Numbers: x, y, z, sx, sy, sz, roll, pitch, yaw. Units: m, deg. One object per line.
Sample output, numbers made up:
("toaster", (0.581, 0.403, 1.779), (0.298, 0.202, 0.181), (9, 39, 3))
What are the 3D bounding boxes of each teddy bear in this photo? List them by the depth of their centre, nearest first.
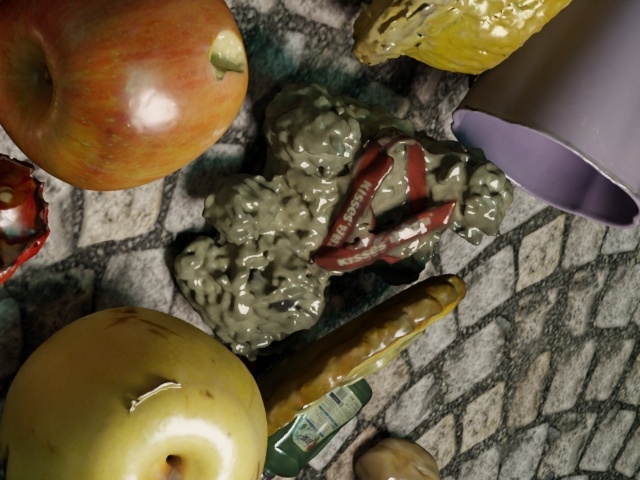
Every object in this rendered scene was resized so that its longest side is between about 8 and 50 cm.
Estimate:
("teddy bear", (0.000, 0.000, 2.031), (0.357, 0.224, 0.367), (20, 104, -38))

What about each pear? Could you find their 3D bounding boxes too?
("pear", (-0.203, 0.223, 1.881), (0.309, 0.309, 0.309), (-27, 134, -32))

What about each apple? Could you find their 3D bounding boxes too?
("apple", (-0.191, -0.173, 1.658), (0.241, 0.242, 0.242), (-22, 131, -44))

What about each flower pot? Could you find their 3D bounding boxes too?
("flower pot", (0.318, -0.182, 2.013), (0.265, 0.265, 0.243), (38, 77, -53))

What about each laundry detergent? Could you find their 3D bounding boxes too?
("laundry detergent", (-0.028, 0.259, 2.288), (0.221, 0.078, 0.144), (-51, 149, -7))

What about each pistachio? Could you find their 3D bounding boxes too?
("pistachio", (0.116, 0.360, 2.495), (0.124, 0.124, 0.185), (-39, 146, -22))

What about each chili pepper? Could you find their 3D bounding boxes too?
("chili pepper", (-0.364, 0.039, 1.673), (0.136, 0.144, 0.252), (-1, 145, -37))

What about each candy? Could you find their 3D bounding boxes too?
("candy", (-0.093, 0.165, 2.178), (0.175, 0.045, 0.043), (-59, 176, 1))

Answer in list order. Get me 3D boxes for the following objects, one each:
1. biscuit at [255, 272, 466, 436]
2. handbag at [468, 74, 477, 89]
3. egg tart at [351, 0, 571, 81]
("biscuit", (0.051, 0.134, 2.146), (0.329, 0.078, 0.335), (-35, 175, 24))
("handbag", (0.302, -0.241, 2.206), (0.155, 0.169, 0.215), (31, 94, -23))
("egg tart", (0.198, -0.316, 1.913), (0.388, 0.169, 0.388), (-46, -174, 6))
